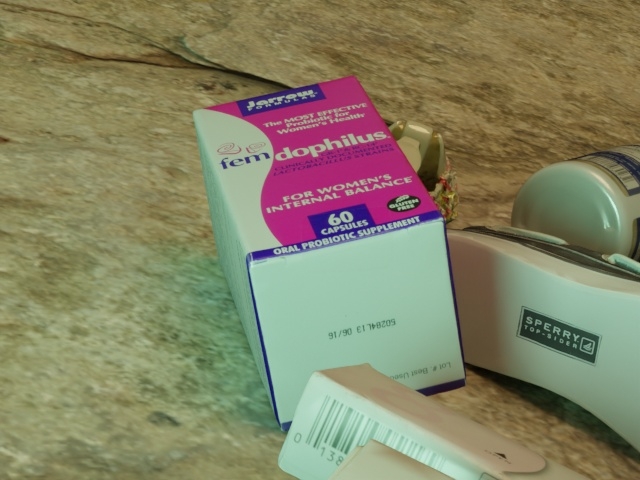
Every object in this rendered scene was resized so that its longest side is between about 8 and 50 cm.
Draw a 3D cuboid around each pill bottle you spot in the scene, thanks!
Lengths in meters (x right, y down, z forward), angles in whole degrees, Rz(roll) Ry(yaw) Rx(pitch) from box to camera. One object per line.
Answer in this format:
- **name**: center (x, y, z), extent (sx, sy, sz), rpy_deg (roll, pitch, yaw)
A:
- **pill bottle**: center (0.220, -0.022, 1.395), extent (0.094, 0.094, 0.169), rpy_deg (30, 25, 27)

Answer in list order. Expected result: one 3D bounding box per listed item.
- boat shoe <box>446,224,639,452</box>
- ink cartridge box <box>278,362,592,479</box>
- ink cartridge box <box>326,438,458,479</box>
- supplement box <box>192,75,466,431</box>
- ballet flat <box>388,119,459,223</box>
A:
- **boat shoe**: center (0.194, 0.065, 1.170), extent (0.301, 0.108, 0.102), rpy_deg (21, 22, 26)
- **ink cartridge box**: center (0.104, 0.121, 0.949), extent (0.189, 0.066, 0.232), rpy_deg (26, 13, 18)
- **ink cartridge box**: center (0.070, 0.190, 0.707), extent (0.203, 0.148, 0.086), rpy_deg (24, 25, 15)
- **supplement box**: center (0.000, 0.000, 1.111), extent (0.111, 0.114, 0.220), rpy_deg (-13, 27, -7)
- **ballet flat**: center (0.059, -0.042, 1.344), extent (0.091, 0.077, 0.241), rpy_deg (18, 21, 3)
